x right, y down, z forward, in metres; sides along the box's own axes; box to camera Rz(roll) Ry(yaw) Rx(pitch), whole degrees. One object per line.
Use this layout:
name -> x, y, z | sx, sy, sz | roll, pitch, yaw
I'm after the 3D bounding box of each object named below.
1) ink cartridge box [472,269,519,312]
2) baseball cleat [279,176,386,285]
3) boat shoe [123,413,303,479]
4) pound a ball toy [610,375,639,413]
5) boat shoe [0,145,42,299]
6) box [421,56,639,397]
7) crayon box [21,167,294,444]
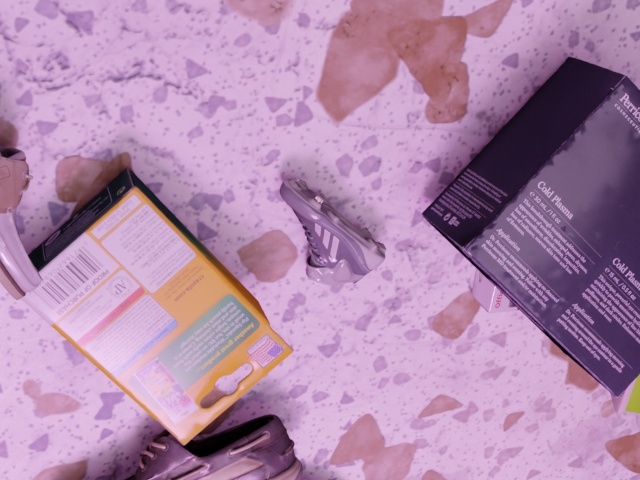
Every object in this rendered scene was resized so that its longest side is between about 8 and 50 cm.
ink cartridge box -> 0.306, 0.051, 1.955 | 0.135, 0.056, 0.099 | -5, 121, -22
baseball cleat -> 0.000, 0.000, 1.778 | 0.109, 0.072, 0.206 | -44, 123, 14
boat shoe -> -0.207, 0.332, 1.871 | 0.355, 0.132, 0.130 | -14, 98, -14
pound a ball toy -> 0.527, 0.119, 2.072 | 0.208, 0.136, 0.319 | 10, 117, -1
boat shoe -> -0.388, -0.072, 1.516 | 0.103, 0.113, 0.302 | -30, 117, -15
box -> 0.381, -0.020, 1.811 | 0.312, 0.179, 0.343 | -46, 112, 3
crayon box -> -0.215, 0.091, 1.697 | 0.203, 0.083, 0.323 | -41, 116, 3
